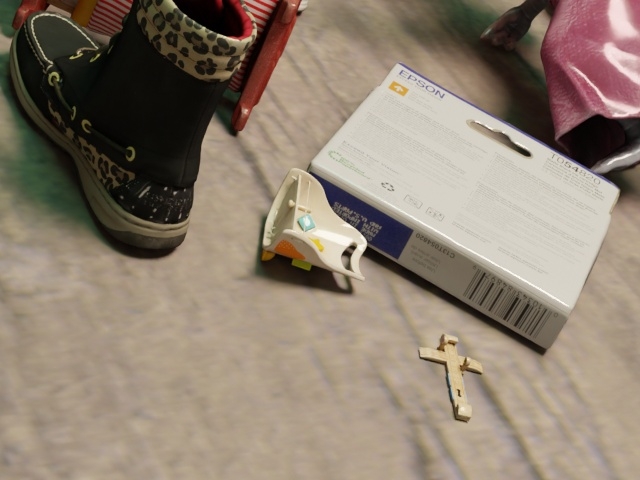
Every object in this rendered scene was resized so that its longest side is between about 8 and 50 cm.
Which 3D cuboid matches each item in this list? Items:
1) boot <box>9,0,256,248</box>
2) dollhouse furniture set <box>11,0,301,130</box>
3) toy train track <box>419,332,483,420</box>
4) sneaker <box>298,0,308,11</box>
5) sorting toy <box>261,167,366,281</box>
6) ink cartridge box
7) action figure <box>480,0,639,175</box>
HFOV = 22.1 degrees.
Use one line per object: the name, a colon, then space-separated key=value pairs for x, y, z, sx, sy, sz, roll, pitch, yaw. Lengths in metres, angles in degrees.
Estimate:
boot: x=-0.129 y=-0.131 z=1.128 sx=0.085 sy=0.178 sz=0.236 roll=-2 pitch=43 yaw=-36
dollhouse furniture set: x=-0.073 y=-0.303 z=1.233 sx=0.201 sy=0.374 sz=0.152 roll=22 pitch=29 yaw=-3
toy train track: x=0.094 y=0.090 z=1.123 sx=0.048 sy=0.014 sz=0.083 roll=15 pitch=35 yaw=-16
sneaker: x=-0.050 y=-0.298 z=1.492 sx=0.081 sy=0.094 sz=0.208 roll=-2 pitch=40 yaw=-33
sorting toy: x=0.000 y=0.000 z=1.164 sx=0.075 sy=0.045 sz=0.083 roll=26 pitch=32 yaw=-13
ink cartridge box: x=0.114 y=-0.034 z=1.278 sx=0.223 sy=0.045 sz=0.224 roll=30 pitch=32 yaw=5
action figure: x=0.240 y=-0.244 z=1.424 sx=0.248 sy=0.275 sz=0.370 roll=12 pitch=57 yaw=-68
